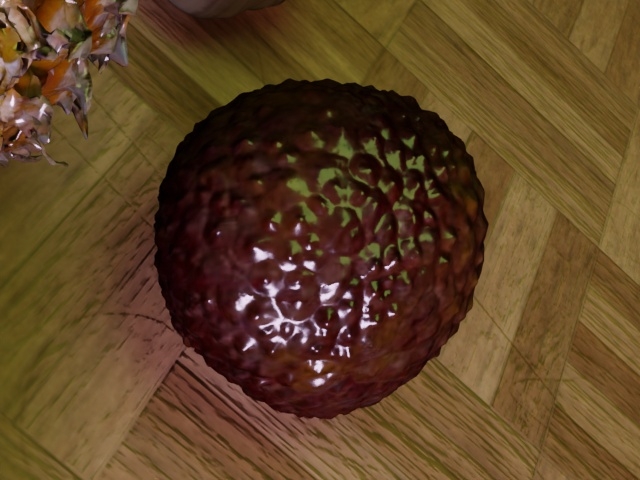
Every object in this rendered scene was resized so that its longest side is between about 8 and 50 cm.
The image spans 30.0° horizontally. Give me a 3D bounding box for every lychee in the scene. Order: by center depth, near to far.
[{"bbox_3d":[0.000,0.000,0.891,0.260,0.260,0.261,24,46,-27],"label":"lychee"}]

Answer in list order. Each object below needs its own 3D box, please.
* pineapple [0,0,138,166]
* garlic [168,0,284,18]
[{"bbox_3d":[-0.247,-0.206,0.745,0.352,0.352,0.300,41,44,-10],"label":"pineapple"},{"bbox_3d":[-0.074,-0.366,1.093,0.317,0.259,0.317,1,89,-40],"label":"garlic"}]
